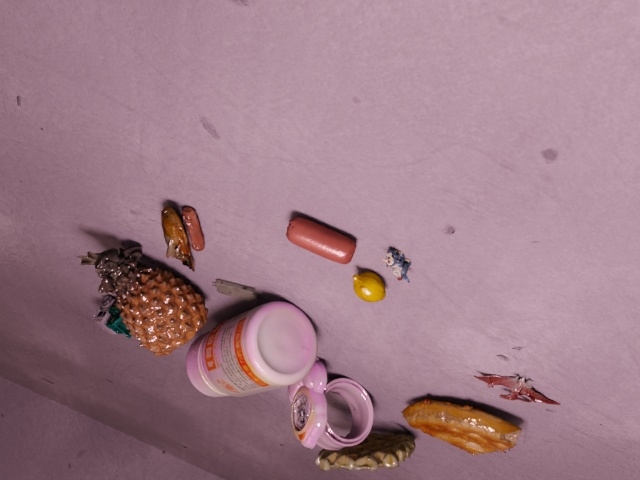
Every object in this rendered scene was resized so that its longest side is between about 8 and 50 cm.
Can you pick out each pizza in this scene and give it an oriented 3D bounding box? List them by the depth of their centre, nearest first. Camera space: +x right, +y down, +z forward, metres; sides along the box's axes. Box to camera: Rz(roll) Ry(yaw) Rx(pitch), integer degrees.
[{"bbox_3d":[0.389,0.506,1.867,0.335,0.086,0.226,0,143,36],"label":"pizza"}]

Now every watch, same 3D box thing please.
[{"bbox_3d":[0.029,0.482,2.002,0.217,0.249,0.211,11,152,-27],"label":"watch"}]

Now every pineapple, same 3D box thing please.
[{"bbox_3d":[-0.483,0.131,1.848,0.357,0.223,0.223,48,141,-15],"label":"pineapple"}]

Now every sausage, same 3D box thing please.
[{"bbox_3d":[0.000,0.000,1.459,0.154,0.062,0.062,24,146,3],"label":"sausage"},{"bbox_3d":[-0.304,-0.022,1.657,0.036,0.042,0.158,-15,146,-9],"label":"sausage"}]

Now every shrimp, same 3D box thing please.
[{"bbox_3d":[-0.347,0.024,1.680,0.066,0.117,0.262,-18,141,-8],"label":"shrimp"}]

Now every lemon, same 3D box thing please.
[{"bbox_3d":[0.106,0.103,1.527,0.092,0.065,0.065,33,146,-19],"label":"lemon"}]

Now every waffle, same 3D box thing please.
[{"bbox_3d":[0.136,0.633,2.071,0.291,0.056,0.309,-6,179,17],"label":"waffle"}]

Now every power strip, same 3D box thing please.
[{"bbox_3d":[-0.228,0.132,1.826,0.136,0.019,0.051,12,145,20],"label":"power strip"}]

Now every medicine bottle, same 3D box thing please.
[{"bbox_3d":[-0.197,0.308,1.869,0.219,0.219,0.388,39,145,-19],"label":"medicine bottle"}]

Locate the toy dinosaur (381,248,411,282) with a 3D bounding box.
[{"bbox_3d":[0.162,0.054,1.438,0.030,0.047,0.083,-16,127,43],"label":"toy dinosaur"}]

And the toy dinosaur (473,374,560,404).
[{"bbox_3d":[0.477,0.361,1.662,0.220,0.032,0.108,20,143,6],"label":"toy dinosaur"}]

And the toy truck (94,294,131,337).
[{"bbox_3d":[-0.613,0.238,2.135,0.216,0.116,0.110,-7,134,39],"label":"toy truck"}]
